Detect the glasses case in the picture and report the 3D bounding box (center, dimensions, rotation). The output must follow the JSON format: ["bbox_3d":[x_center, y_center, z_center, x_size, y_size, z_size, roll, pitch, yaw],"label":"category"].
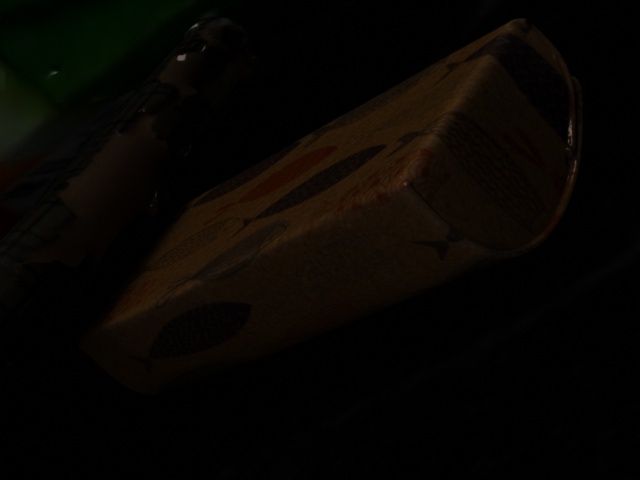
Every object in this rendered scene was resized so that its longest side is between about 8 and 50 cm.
[{"bbox_3d":[0.000,0.000,0.493,0.170,0.041,0.065,-26,24,53],"label":"glasses case"}]

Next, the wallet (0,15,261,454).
[{"bbox_3d":[-0.124,0.066,0.556,0.317,0.044,0.169,-57,1,-44],"label":"wallet"}]

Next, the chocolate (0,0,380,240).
[{"bbox_3d":[-0.137,-0.196,0.813,0.161,0.360,0.341,-4,-21,-45],"label":"chocolate"}]
